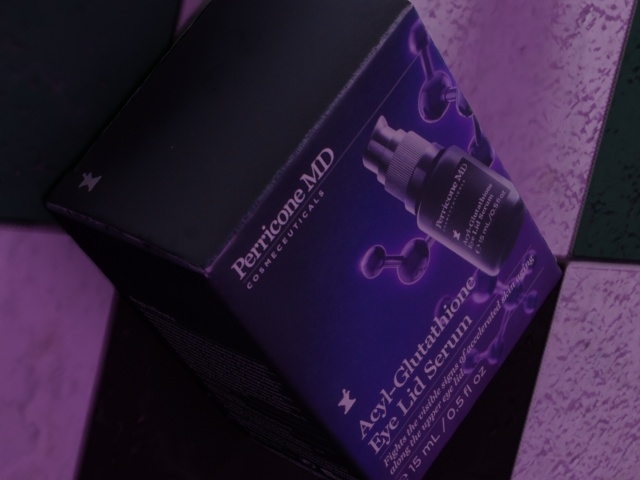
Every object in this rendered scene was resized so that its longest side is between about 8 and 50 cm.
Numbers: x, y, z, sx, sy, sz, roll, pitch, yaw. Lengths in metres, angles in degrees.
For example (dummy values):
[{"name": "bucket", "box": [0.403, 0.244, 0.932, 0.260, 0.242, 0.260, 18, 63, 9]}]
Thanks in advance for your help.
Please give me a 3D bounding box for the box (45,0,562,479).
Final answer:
[{"name": "box", "box": [0.000, 0.000, 0.812, 0.153, 0.108, 0.207, -54, 138, -16]}]
